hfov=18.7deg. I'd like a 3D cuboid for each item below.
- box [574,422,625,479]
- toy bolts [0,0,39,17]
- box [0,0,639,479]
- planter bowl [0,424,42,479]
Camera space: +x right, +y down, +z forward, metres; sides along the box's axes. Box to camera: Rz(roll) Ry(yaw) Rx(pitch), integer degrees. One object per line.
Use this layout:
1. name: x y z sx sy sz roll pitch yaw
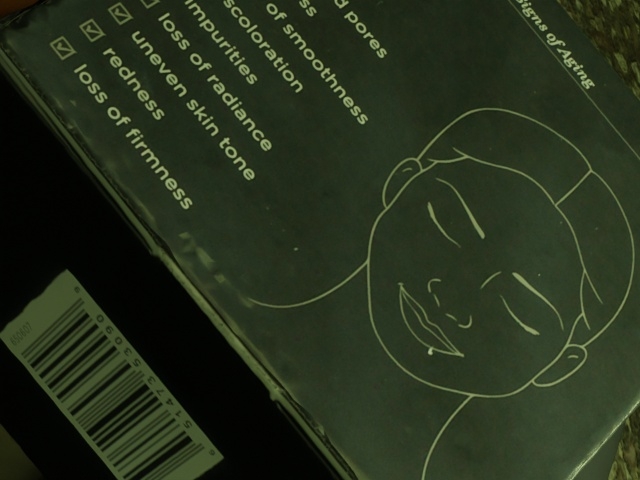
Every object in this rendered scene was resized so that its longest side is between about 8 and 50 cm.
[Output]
1. box: 0.092 0.202 1.874 0.179 0.343 0.312 60 33 -21
2. toy bolts: -0.338 -0.211 1.536 0.218 0.158 0.228 35 58 15
3. box: 0.000 0.000 1.449 0.480 0.297 0.472 51 49 0
4. planter bowl: -0.268 0.138 1.562 0.162 0.109 0.162 34 47 -45
